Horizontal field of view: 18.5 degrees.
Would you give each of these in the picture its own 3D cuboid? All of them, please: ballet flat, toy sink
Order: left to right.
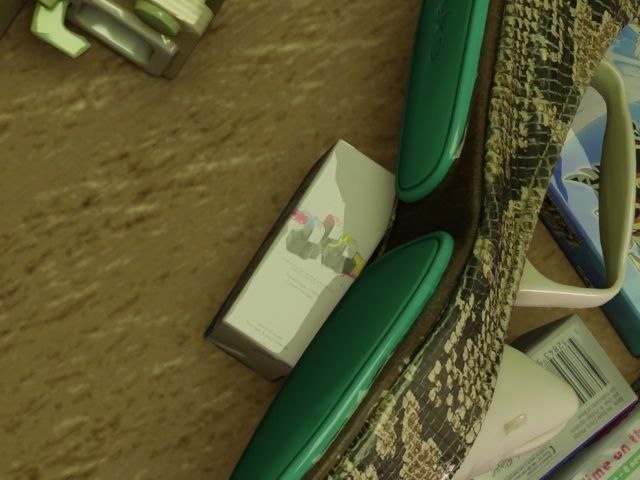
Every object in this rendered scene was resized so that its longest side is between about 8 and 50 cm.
[{"bbox_3d":[-0.115,-0.195,1.286,0.131,0.153,0.234,33,77,-5],"label":"toy sink"},{"bbox_3d":[0.099,0.012,1.188,0.182,0.164,0.482,28,67,-16],"label":"ballet flat"}]

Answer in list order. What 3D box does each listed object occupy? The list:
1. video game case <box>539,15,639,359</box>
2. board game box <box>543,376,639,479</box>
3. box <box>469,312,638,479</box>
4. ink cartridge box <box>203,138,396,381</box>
[{"bbox_3d":[0.252,-0.094,1.388,0.244,0.061,0.269,-34,90,-12],"label":"video game case"},{"bbox_3d":[0.291,0.238,1.330,0.224,0.097,0.303,-40,92,-14],"label":"board game box"},{"bbox_3d":[0.124,0.120,1.293,0.126,0.137,0.072,-37,89,-13],"label":"box"},{"bbox_3d":[0.000,0.000,1.304,0.062,0.104,0.181,34,77,-5],"label":"ink cartridge box"}]
